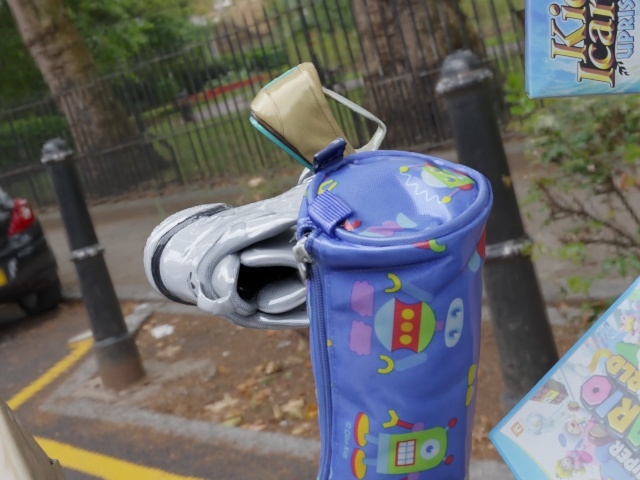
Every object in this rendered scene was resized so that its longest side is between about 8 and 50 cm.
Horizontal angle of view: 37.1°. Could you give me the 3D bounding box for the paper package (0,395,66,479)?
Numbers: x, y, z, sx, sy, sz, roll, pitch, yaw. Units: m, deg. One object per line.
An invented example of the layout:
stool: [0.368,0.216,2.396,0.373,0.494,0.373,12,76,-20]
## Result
paper package: [-0.344,0.315,0.759,0.324,0.168,0.309,-29,48,-12]

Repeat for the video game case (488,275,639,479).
video game case: [0.184,0.104,0.556,0.015,0.166,0.119,18,28,-41]

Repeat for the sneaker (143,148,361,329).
sneaker: [0.000,0.000,1.062,0.365,0.137,0.210,-19,19,-20]

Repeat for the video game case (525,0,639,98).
video game case: [0.300,-0.262,0.821,0.244,0.270,0.061,-1,14,10]

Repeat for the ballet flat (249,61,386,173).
ballet flat: [0.041,-0.056,0.791,0.073,0.232,0.080,-46,32,4]

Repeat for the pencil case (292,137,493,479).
pencil case: [0.048,0.085,0.672,0.133,0.306,0.119,-12,33,-15]
